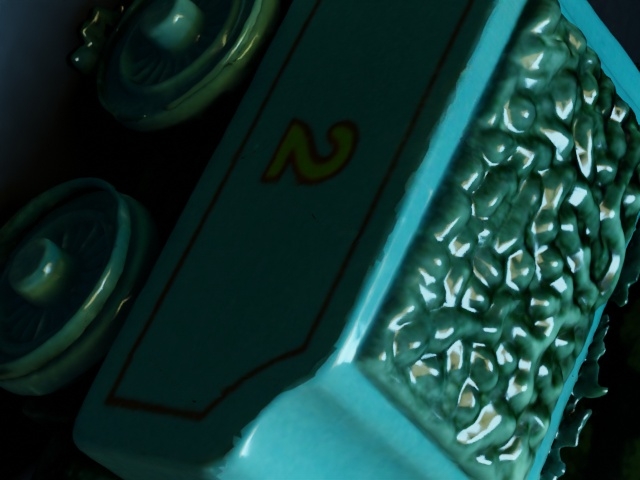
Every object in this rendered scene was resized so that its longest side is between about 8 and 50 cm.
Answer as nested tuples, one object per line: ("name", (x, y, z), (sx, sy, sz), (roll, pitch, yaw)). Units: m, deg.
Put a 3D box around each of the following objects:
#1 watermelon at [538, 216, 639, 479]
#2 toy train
("watermelon", (0.147, 0.115, 0.497), (0.285, 0.285, 0.285), (-4, 95, -46))
("toy train", (0.000, 0.000, 0.424), (0.112, 0.163, 0.203), (41, 64, -39))
